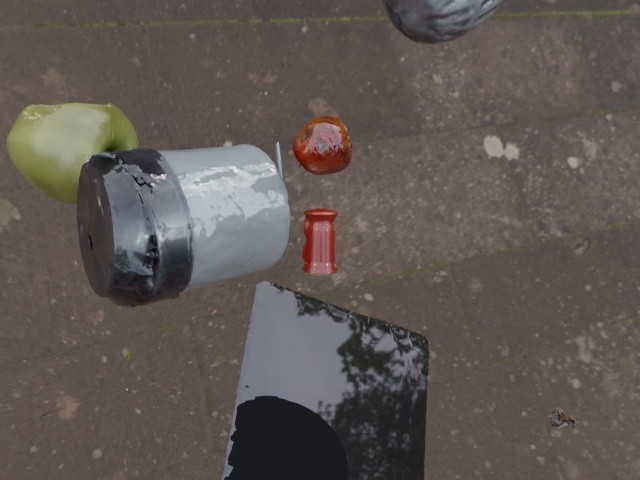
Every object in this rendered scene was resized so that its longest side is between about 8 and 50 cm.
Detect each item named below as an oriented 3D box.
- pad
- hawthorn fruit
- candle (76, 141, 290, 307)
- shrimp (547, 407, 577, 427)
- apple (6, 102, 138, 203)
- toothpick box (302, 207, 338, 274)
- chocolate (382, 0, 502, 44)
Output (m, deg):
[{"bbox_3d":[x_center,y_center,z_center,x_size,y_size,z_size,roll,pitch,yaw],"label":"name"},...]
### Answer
[{"bbox_3d":[0.006,0.169,0.325,0.159,0.009,0.265,24,61,-33],"label":"pad"},{"bbox_3d":[0.001,-0.136,0.795,0.093,0.093,0.093,5,74,-18],"label":"hawthorn fruit"},{"bbox_3d":[-0.177,-0.035,0.827,0.342,0.221,0.222,-12,79,-41],"label":"candle"},{"bbox_3d":[0.423,0.313,0.964,0.029,0.092,0.038,-39,77,-13],"label":"shrimp"},{"bbox_3d":[-0.561,-0.207,1.263,0.278,0.279,0.280,5,74,-18],"label":"apple"},{"bbox_3d":[0.000,0.000,0.705,0.047,0.047,0.084,-1,97,-20],"label":"toothpick box"},{"bbox_3d":[0.102,-0.177,0.325,0.167,0.072,0.072,-43,92,-20],"label":"chocolate"}]
